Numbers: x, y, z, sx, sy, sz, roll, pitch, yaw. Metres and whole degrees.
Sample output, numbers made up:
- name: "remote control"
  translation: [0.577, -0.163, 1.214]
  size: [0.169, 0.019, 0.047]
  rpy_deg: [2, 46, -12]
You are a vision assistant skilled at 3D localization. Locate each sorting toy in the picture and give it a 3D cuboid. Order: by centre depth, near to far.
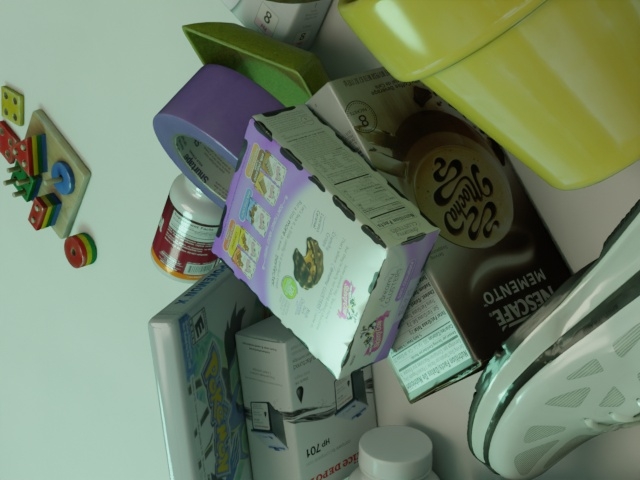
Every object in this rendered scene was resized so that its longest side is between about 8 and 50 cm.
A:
- name: "sorting toy"
  translation: [-0.390, -0.093, 2.037]
  size: [0.274, 0.046, 0.132]
  rpy_deg: [50, 136, 23]

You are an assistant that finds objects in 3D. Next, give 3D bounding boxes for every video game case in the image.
- name: "video game case"
  translation: [-0.095, 0.193, 1.644]
  size: [0.036, 0.300, 0.329]
  rpy_deg: [-1, 106, 19]

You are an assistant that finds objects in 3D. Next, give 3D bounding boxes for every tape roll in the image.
- name: "tape roll"
  translation: [-0.085, -0.096, 1.598]
  size: [0.189, 0.080, 0.189]
  rpy_deg: [38, 163, 13]

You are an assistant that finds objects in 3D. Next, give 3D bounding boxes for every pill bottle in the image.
- name: "pill bottle"
  translation: [0.080, 0.306, 1.622]
  size: [0.108, 0.108, 0.193]
  rpy_deg: [22, 121, 42]
- name: "pill bottle"
  translation: [-0.145, -0.028, 1.758]
  size: [0.086, 0.086, 0.152]
  rpy_deg: [46, 134, 26]

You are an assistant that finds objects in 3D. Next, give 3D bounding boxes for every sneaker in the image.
- name: "sneaker"
  translation: [0.306, 0.133, 1.250]
  size: [0.257, 0.169, 0.447]
  rpy_deg: [53, 135, 22]

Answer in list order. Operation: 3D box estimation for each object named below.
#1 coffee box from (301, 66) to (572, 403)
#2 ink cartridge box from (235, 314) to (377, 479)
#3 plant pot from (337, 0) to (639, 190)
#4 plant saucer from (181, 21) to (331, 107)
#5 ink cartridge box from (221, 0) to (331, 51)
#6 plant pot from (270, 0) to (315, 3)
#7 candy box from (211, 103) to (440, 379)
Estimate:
- name: "coffee box"
  translation: [0.105, -0.016, 1.419]
  size: [0.119, 0.168, 0.297]
  rpy_deg: [-38, 77, 49]
- name: "ink cartridge box"
  translation: [-0.012, 0.174, 1.646]
  size: [0.082, 0.140, 0.190]
  rpy_deg: [6, 111, 41]
- name: "plant pot"
  translation: [0.184, -0.181, 1.205]
  size: [0.239, 0.254, 0.254]
  rpy_deg: [48, 142, -14]
- name: "plant saucer"
  translation: [-0.038, -0.154, 1.566]
  size: [0.188, 0.045, 0.188]
  rpy_deg: [26, 158, 40]
- name: "ink cartridge box"
  translation: [-0.048, -0.337, 1.551]
  size: [0.189, 0.066, 0.232]
  rpy_deg: [49, 140, 24]
- name: "plant pot"
  translation: [0.013, -0.357, 1.290]
  size: [0.254, 0.237, 0.237]
  rpy_deg: [-19, 91, 63]
- name: "candy box"
  translation: [0.000, 0.000, 1.358]
  size: [0.196, 0.070, 0.165]
  rpy_deg: [44, 134, 28]
